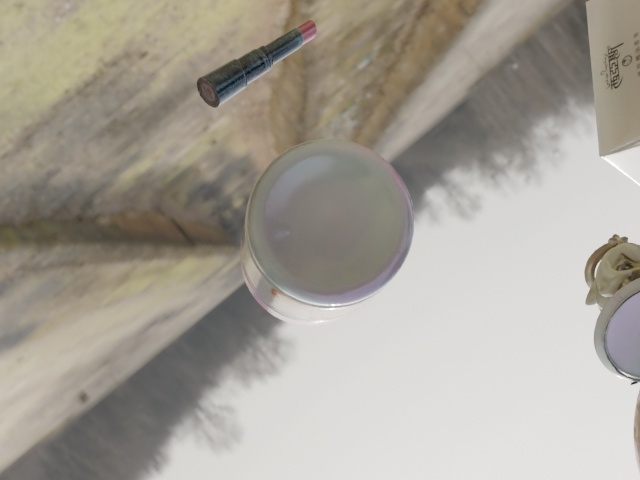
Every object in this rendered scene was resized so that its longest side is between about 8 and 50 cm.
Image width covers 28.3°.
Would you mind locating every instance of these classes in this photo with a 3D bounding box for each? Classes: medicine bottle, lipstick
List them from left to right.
[{"bbox_3d":[-0.096,-0.292,2.027,0.234,0.053,0.053,-39,180,-30],"label":"lipstick"},{"bbox_3d":[0.000,0.000,1.618,0.202,0.202,0.316,-40,177,-9],"label":"medicine bottle"}]

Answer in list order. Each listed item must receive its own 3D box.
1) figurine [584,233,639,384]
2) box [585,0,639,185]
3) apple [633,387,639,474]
[{"bbox_3d":[0.326,0.060,1.323,0.132,0.132,0.153,-39,-154,13],"label":"figurine"},{"bbox_3d":[0.482,-0.208,1.787,0.116,0.203,0.274,-25,-129,39],"label":"box"},{"bbox_3d":[0.516,0.202,1.371,0.364,0.364,0.364,-40,180,0],"label":"apple"}]
